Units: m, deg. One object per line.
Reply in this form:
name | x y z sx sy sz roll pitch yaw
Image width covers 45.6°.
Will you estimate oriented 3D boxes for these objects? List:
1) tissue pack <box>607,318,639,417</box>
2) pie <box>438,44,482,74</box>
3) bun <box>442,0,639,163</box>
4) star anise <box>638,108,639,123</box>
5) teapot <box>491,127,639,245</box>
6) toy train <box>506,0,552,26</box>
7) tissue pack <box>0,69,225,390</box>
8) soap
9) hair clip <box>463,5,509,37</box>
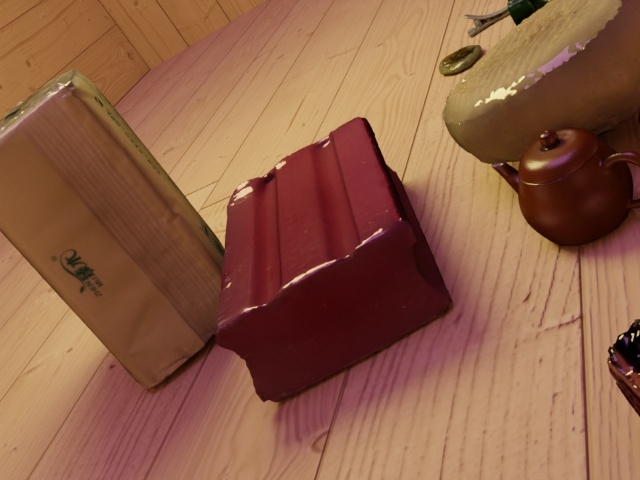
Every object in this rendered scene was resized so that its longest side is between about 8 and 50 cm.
tissue pack | 0.316 0.089 0.370 0.245 0.123 0.332 -38 20 7
pie | 0.239 -0.312 1.316 0.085 0.017 0.085 -28 24 14
bun | 0.276 -0.181 0.871 0.287 0.146 0.287 -39 11 9
star anise | 0.450 -0.244 0.816 0.227 0.218 0.148 -7 -8 23
teapot | 0.245 -0.062 0.743 0.173 0.116 0.116 1 43 52
toy train | 0.394 -0.427 1.270 0.170 0.071 0.111 -19 38 31
tissue pack | -0.295 -0.029 1.055 0.207 0.380 0.297 -37 21 -4
soap | 0.000 0.000 0.925 0.233 0.128 0.359 -29 25 11
hair clip | 0.315 -0.415 1.384 0.115 0.039 0.030 -25 31 16
